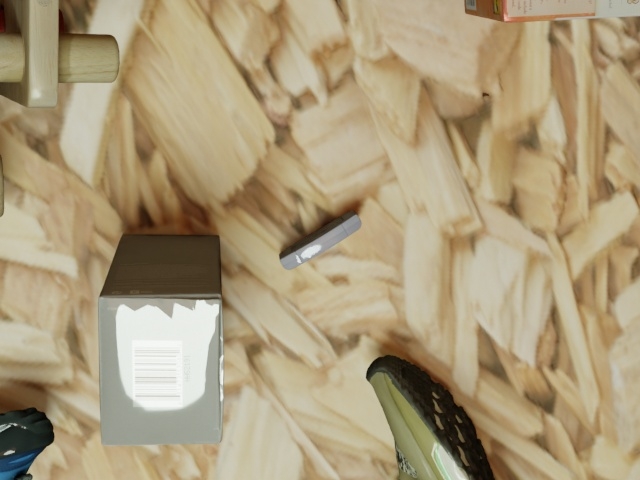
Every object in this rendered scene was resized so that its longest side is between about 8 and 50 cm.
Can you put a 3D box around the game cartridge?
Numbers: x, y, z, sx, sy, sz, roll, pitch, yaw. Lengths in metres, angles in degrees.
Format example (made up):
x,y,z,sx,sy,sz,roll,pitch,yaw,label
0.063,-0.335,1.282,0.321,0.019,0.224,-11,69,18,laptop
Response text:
x,y,z,sx,sy,sz,roll,pitch,yaw,label
0.000,0.000,1.123,0.083,0.056,0.017,-31,94,2,game cartridge

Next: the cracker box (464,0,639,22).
x,y,z,sx,sy,sz,roll,pitch,yaw,label
0.252,-0.228,1.050,0.232,0.156,0.067,-4,103,-4,cracker box

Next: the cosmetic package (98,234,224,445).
x,y,z,sx,sy,sz,roll,pitch,yaw,label
-0.131,0.076,1.036,0.107,0.238,0.127,0,104,-2,cosmetic package

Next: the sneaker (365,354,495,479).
x,y,z,sx,sy,sz,roll,pitch,yaw,label
0.098,0.311,1.152,0.182,0.158,0.410,-20,100,8,sneaker

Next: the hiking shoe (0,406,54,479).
x,y,z,sx,sy,sz,roll,pitch,yaw,label
-0.327,0.281,1.105,0.132,0.113,0.304,46,105,16,hiking shoe

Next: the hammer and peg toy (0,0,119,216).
x,y,z,sx,sy,sz,roll,pitch,yaw,label
-0.239,-0.186,0.965,0.127,0.266,0.361,-2,100,-23,hammer and peg toy
